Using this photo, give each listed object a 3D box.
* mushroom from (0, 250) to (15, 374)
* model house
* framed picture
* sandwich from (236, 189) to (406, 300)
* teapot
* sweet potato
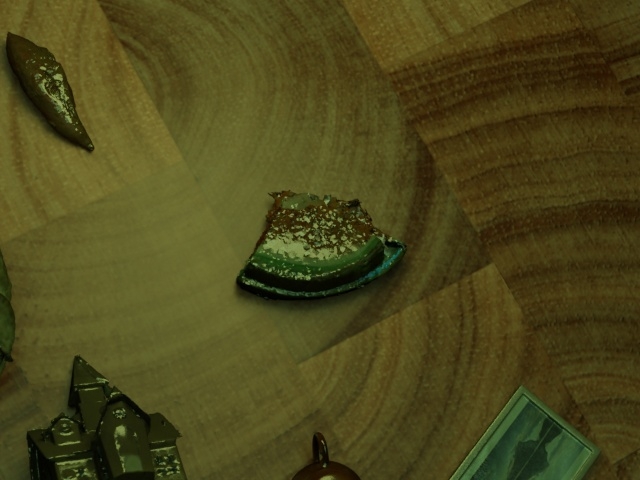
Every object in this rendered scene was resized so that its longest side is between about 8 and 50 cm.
[{"bbox_3d":[-0.488,0.075,1.719,0.189,0.164,0.267,-13,112,9],"label":"mushroom"},{"bbox_3d":[-0.280,0.234,1.719,0.181,0.176,0.248,-6,51,-26],"label":"model house"},{"bbox_3d":[0.278,0.322,1.871,0.150,0.015,0.203,40,70,3],"label":"framed picture"},{"bbox_3d":[0.007,0.007,1.877,0.235,0.079,0.159,7,72,-9],"label":"sandwich"},{"bbox_3d":[0.010,0.336,1.764,0.116,0.116,0.173,-6,74,-13],"label":"teapot"},{"bbox_3d":[-0.377,-0.209,1.879,0.068,0.060,0.206,-31,92,16],"label":"sweet potato"}]
